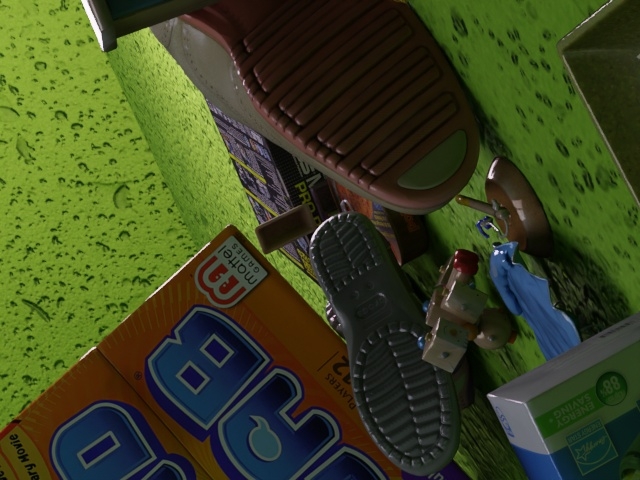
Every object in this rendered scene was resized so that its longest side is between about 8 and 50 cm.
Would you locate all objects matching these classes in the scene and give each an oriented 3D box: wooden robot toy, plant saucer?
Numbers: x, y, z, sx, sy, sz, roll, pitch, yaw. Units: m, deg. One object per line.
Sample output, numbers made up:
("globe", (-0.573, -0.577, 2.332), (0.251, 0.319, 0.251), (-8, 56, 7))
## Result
("wooden robot toy", (0.132, 0.061, 1.298), (0.079, 0.076, 0.173), (26, -162, -2))
("plant saucer", (0.198, -0.040, 0.736), (0.188, 0.045, 0.188), (63, 170, 2))
("plant saucer", (0.142, -0.021, 1.143), (0.083, 0.015, 0.083), (60, 169, 19))

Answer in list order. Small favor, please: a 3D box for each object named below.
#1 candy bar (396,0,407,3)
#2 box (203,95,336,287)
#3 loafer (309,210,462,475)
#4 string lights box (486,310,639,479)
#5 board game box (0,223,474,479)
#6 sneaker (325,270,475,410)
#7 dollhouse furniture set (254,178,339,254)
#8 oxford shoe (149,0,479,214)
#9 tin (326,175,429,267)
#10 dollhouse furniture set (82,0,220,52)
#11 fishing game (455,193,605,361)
("candy bar", (0.042, -0.234, 1.095), (0.161, 0.018, 0.040), (74, 169, -48))
("box", (-0.042, -0.072, 1.797), (0.216, 0.060, 0.270), (66, 169, -20))
("loafer", (0.071, 0.091, 1.403), (0.087, 0.094, 0.251), (25, -137, -61))
("string lights box", (0.220, 0.178, 0.925), (0.260, 0.133, 0.077), (63, 169, -3))
("board game box", (-0.075, 0.260, 1.607), (0.356, 0.356, 0.356), (47, 177, 14))
("sneaker", (0.084, 0.107, 1.555), (0.105, 0.095, 0.236), (60, 171, -28))
("dollhouse furniture set", (0.000, 0.000, 1.629), (0.081, 0.114, 0.091), (28, 141, 65))
("oxford shoe", (-0.016, -0.138, 1.237), (0.397, 0.140, 0.146), (46, 164, 31))
("tin", (0.055, -0.029, 1.499), (0.189, 0.040, 0.106), (-165, 53, -76))
("dollhouse furniture set", (-0.104, -0.318, 1.054), (0.303, 0.198, 0.286), (108, 139, -74))
("fishing game", (0.183, 0.074, 1.118), (0.264, 0.041, 0.189), (58, 177, -5))
